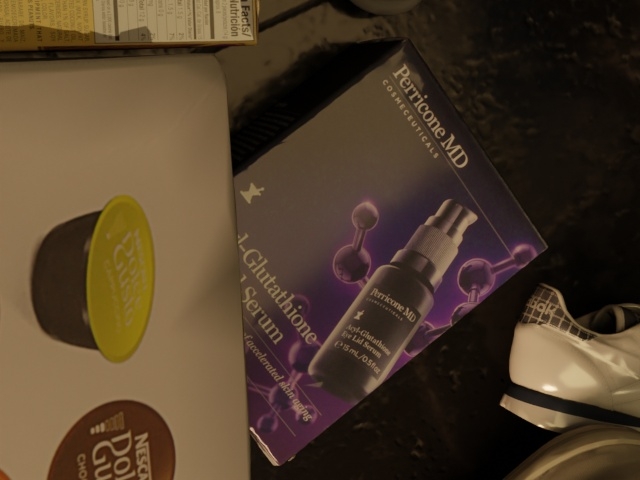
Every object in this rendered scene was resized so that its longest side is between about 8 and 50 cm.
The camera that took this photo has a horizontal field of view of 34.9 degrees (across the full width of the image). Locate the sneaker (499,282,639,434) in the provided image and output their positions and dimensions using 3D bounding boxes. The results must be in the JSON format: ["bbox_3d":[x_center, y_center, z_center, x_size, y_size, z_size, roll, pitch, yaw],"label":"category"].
[{"bbox_3d":[0.240,0.094,0.695,0.235,0.090,0.095,12,87,-17],"label":"sneaker"}]

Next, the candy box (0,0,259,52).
[{"bbox_3d":[-0.134,-0.127,0.548,0.186,0.109,0.053,-3,100,-14],"label":"candy box"}]

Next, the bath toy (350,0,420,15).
[{"bbox_3d":[0.158,-0.234,0.584,0.348,0.129,0.151,-23,115,-8],"label":"bath toy"}]

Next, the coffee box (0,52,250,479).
[{"bbox_3d":[-0.253,0.105,0.385,0.334,0.338,0.338,-13,105,-43],"label":"coffee box"}]

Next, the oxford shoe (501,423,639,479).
[{"bbox_3d":[0.077,0.308,0.641,0.169,0.130,0.449,35,104,-18],"label":"oxford shoe"}]

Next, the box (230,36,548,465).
[{"bbox_3d":[0.000,0.000,0.604,0.207,0.108,0.153,-39,106,-4],"label":"box"}]
